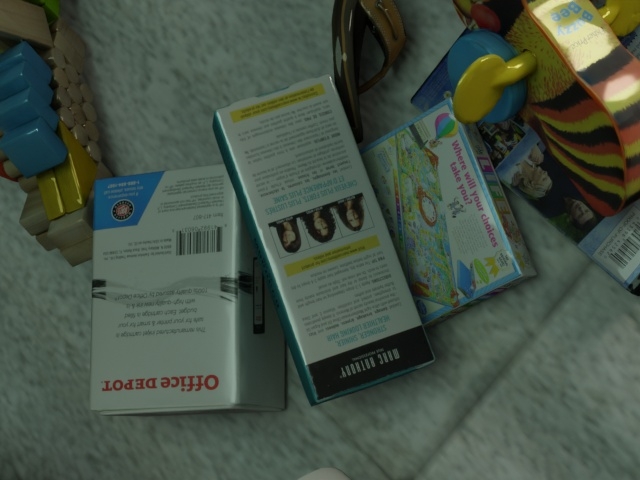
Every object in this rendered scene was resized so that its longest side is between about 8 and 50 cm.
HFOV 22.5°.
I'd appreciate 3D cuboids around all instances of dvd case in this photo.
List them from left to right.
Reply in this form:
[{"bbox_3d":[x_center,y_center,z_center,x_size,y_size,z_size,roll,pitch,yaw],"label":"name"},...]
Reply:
[{"bbox_3d":[0.211,-0.104,1.249,0.253,0.022,0.180,44,102,27],"label":"dvd case"}]

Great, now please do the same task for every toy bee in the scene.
[{"bbox_3d":[0.144,-0.161,1.171,0.298,0.162,0.195,30,57,8],"label":"toy bee"}]

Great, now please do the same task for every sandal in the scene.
[{"bbox_3d":[0.044,-0.188,1.331,0.060,0.090,0.219,5,77,7],"label":"sandal"}]

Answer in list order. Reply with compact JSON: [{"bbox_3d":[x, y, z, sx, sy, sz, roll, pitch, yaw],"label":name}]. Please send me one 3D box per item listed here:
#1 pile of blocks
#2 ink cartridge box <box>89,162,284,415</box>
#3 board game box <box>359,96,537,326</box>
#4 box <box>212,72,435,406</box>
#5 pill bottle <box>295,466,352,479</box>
[{"bbox_3d":[-0.285,-0.142,1.451,0.112,0.149,0.362,-23,72,23],"label":"pile of blocks"},{"bbox_3d":[-0.112,0.046,1.361,0.148,0.086,0.203,-5,79,27],"label":"ink cartridge box"},{"bbox_3d":[0.096,-0.022,1.279,0.103,0.026,0.154,-29,74,32],"label":"board game box"},{"bbox_3d":[0.000,0.000,1.277,0.100,0.060,0.244,-18,83,-8],"label":"box"},{"bbox_3d":[0.069,0.310,1.174,0.301,0.169,0.169,43,102,26],"label":"pill bottle"}]
